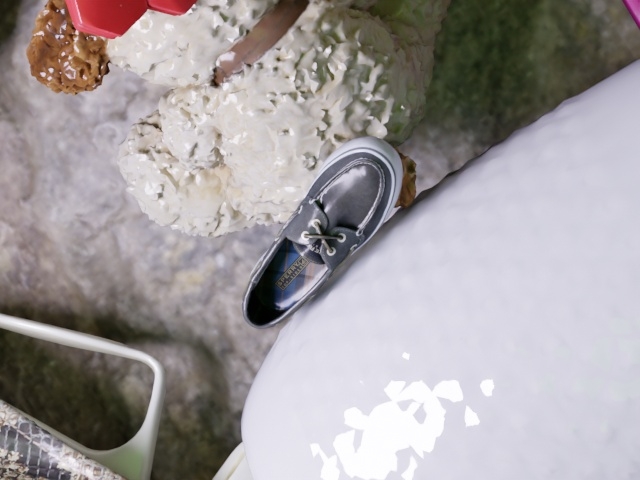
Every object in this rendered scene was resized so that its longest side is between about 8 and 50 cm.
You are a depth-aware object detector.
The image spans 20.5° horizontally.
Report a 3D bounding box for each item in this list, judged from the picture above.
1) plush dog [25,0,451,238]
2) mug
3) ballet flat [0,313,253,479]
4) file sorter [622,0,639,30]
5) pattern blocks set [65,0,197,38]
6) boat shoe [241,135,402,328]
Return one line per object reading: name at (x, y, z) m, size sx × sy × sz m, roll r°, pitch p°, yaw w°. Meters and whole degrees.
plush dog at (-0.046, -0.123, 1.069) m, size 0.262 × 0.210 × 0.225 m, roll -44°, pitch 117°, yaw 5°
mug at (0.157, 0.120, 1.098) m, size 0.328 × 0.276 × 0.374 m, roll -31°, pitch 122°, yaw 13°
ballet flat at (-0.133, 0.161, 1.140) m, size 0.483 × 0.164 × 0.182 m, roll 31°, pitch 70°, yaw 6°
file sorter at (0.288, -0.202, 1.092) m, size 0.202 × 0.182 × 0.290 m, roll -31°, pitch 93°, yaw 3°
pattern blocks set at (-0.041, -0.283, 0.979) m, size 0.325 × 0.026 × 0.285 m, roll -27°, pitch 101°, yaw -22°
boat shoe at (0.000, 0.000, 1.021) m, size 0.049 × 0.040 × 0.142 m, roll 35°, pitch 124°, yaw -4°
